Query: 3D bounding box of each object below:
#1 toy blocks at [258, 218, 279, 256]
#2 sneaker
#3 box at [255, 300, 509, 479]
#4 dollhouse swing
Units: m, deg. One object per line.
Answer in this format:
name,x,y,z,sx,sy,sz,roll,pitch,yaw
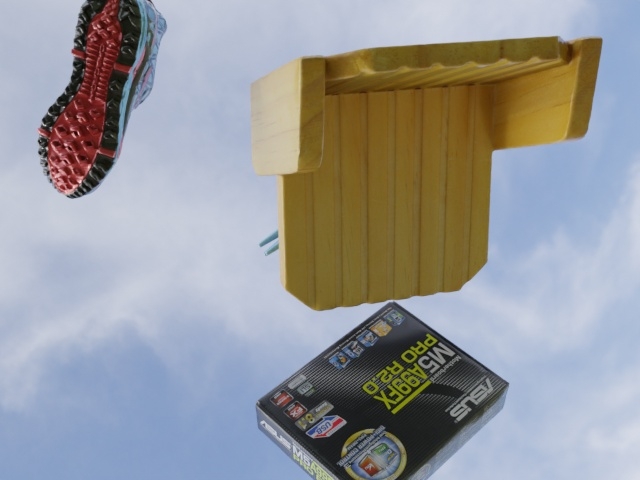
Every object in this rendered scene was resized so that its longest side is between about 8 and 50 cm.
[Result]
toy blocks,0.000,0.000,1.206,0.148,0.123,0.054,-35,-20,-12
sneaker,-0.247,-0.169,1.042,0.262,0.104,0.125,-65,-13,16
box,0.083,0.220,1.149,0.270,0.216,0.060,-33,-39,-30
dollhouse swing,0.116,-0.061,1.026,0.347,0.315,0.305,-6,-85,-17
